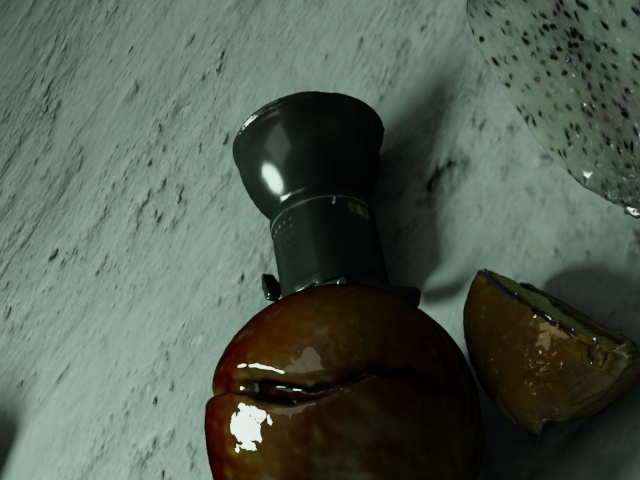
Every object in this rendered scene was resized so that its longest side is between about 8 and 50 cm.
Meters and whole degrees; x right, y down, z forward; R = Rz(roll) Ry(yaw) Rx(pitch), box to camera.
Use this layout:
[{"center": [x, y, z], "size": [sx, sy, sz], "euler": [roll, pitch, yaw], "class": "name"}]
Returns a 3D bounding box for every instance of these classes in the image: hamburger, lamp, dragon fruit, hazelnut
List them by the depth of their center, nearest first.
[{"center": [0.257, -0.151, 0.863], "size": [0.221, 0.204, 0.283], "euler": [-39, 11, -14], "class": "dragon fruit"}, {"center": [0.149, 0.087, 0.927], "size": [0.102, 0.087, 0.176], "euler": [-60, 34, 2], "class": "hamburger"}, {"center": [0.033, 0.142, 0.951], "size": [0.218, 0.234, 0.218], "euler": [-13, 21, 5], "class": "hazelnut"}, {"center": [0.000, 0.000, 1.182], "size": [0.172, 0.147, 0.227], "euler": [-50, 39, 44], "class": "lamp"}]
